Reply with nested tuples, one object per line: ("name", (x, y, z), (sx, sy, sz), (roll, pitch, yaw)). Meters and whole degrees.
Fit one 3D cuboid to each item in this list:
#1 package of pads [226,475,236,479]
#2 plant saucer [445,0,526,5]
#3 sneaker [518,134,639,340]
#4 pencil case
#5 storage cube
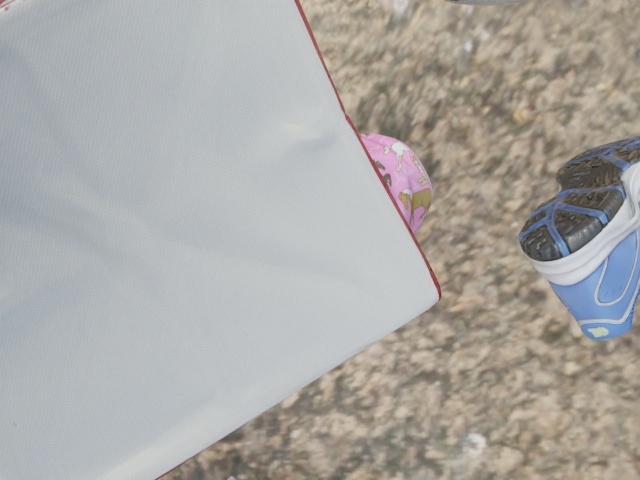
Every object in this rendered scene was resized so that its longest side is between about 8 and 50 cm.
("package of pads", (-0.057, 0.219, 0.710), (0.050, 0.032, 0.083), (-45, 78, 5))
("plant saucer", (0.037, -0.177, 0.534), (0.195, 0.195, 0.037), (35, 106, 0))
("sneaker", (0.197, -0.013, 0.639), (0.211, 0.080, 0.081), (-39, 108, -43))
("pencil case", (0.000, 0.000, 1.246), (0.160, 0.167, 0.386), (11, 36, 30))
("storage cube", (-0.096, -0.027, 0.417), (0.215, 0.193, 0.183), (-31, 115, -10))
